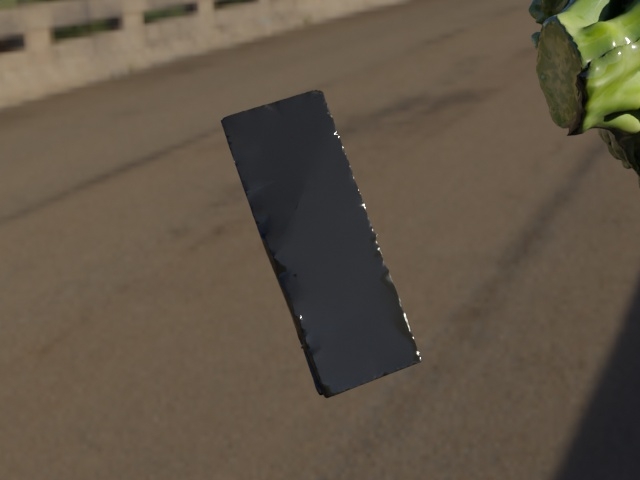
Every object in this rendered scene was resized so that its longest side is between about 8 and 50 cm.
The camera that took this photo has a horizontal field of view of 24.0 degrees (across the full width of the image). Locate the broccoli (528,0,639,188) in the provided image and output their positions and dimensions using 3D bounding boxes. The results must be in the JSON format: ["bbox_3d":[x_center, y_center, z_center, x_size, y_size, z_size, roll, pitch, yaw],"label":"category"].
[{"bbox_3d":[0.251,-0.159,1.228,0.246,0.288,0.248,-18,-8,-33],"label":"broccoli"}]

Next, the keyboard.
[{"bbox_3d":[0.000,0.000,0.988,0.074,0.196,0.015,-19,-7,-16],"label":"keyboard"}]
